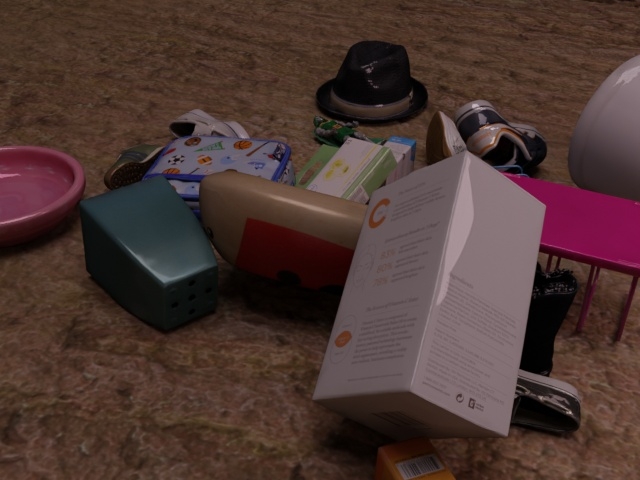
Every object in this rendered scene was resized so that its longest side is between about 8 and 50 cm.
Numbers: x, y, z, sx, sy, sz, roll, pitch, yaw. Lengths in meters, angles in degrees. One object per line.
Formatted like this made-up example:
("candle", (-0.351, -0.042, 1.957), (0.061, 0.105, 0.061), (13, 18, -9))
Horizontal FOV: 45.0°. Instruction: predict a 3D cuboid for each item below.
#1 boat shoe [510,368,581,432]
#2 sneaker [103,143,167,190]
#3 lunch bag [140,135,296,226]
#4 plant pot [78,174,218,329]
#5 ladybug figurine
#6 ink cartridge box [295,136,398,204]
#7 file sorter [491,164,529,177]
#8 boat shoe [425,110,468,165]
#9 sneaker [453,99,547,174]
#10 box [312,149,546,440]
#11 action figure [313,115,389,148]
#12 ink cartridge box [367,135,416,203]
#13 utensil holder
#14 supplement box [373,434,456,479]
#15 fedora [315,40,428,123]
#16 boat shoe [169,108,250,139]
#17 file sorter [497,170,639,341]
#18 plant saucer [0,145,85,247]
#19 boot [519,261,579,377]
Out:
("boat shoe", (0.274, 0.230, 1.141), (0.219, 0.077, 0.070), (10, 33, 9))
("sneaker", (-0.424, -0.165, 1.720), (0.086, 0.064, 0.192), (15, 35, 32))
("lunch bag", (-0.203, -0.116, 1.586), (0.303, 0.115, 0.243), (4, 37, 16))
("plant pot", (-0.284, 0.031, 1.343), (0.165, 0.165, 0.234), (-24, 48, -33))
("ladybug figurine", (0.000, 0.000, 1.338), (0.449, 0.161, 0.305), (14, 3, 1))
("ink cartridge box", (0.022, -0.138, 1.600), (0.235, 0.056, 0.171), (23, 67, 44))
("file sorter", (0.386, -0.069, 1.572), (0.118, 0.104, 0.170), (-4, 34, -10))
("boat shoe", (0.311, -0.189, 1.761), (0.096, 0.098, 0.277), (6, 46, -15))
("sneaker", (0.410, -0.192, 1.695), (0.321, 0.126, 0.127), (15, 48, -45))
("box", (0.154, 0.084, 1.071), (0.168, 0.215, 0.345), (30, 63, -25))
("action figure", (0.059, -0.254, 1.877), (0.137, 0.063, 0.232), (-25, 40, -33))
("ink cartridge box", (0.146, -0.143, 1.669), (0.060, 0.104, 0.180), (16, 36, 20))
("utensil holder", (0.746, -0.151, 1.521), (0.328, 0.327, 0.385), (-16, 39, -25))
("supplement box", (0.148, 0.354, 0.950), (0.080, 0.078, 0.233), (-8, 35, -19))
("fedora", (0.142, -0.446, 2.082), (0.334, 0.152, 0.334), (1, 33, -1))
("boat shoe", (-0.262, -0.242, 1.811), (0.088, 0.096, 0.267), (-28, 43, -31))
("file sorter", (0.413, 0.030, 1.354), (0.291, 0.182, 0.202), (16, 37, 21))
("plant saucer", (-0.645, -0.085, 1.563), (0.332, 0.084, 0.332), (1, 33, 0))
("boot", (0.258, 0.113, 1.199), (0.247, 0.207, 0.094), (9, 34, 11))
